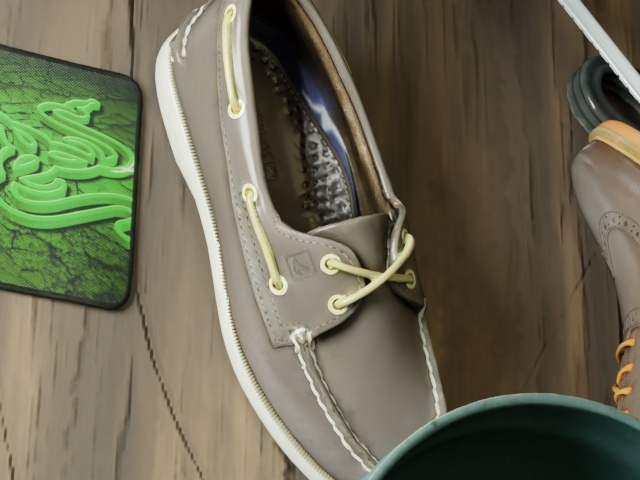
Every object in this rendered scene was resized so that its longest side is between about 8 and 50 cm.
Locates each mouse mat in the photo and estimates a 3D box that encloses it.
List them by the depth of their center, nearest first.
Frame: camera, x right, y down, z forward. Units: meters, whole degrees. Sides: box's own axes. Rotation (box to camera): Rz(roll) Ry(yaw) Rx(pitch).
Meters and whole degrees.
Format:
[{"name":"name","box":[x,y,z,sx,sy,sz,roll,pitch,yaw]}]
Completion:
[{"name":"mouse mat","box":[-0.191,-0.046,1.049,0.189,0.007,0.153,13,64,-25]}]

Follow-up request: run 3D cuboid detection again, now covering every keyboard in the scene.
[{"name":"keyboard","box":[0.195,-0.119,1.232,0.256,0.014,0.072,56,9,21]}]

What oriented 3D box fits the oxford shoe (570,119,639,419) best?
[{"name":"oxford shoe","box":[0.224,0.087,1.155,0.132,0.130,0.364,-23,63,-2]}]

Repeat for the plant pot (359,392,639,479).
[{"name":"plant pot","box":[0.083,0.247,0.960,0.293,0.196,0.293,12,63,-25]}]

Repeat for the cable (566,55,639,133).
[{"name":"cable","box":[0.288,-0.020,1.288,0.287,0.072,0.139,22,58,-8]}]

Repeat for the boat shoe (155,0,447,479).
[{"name":"boat shoe","box":[0.000,0.000,1.080,0.116,0.097,0.324,-12,76,-33]}]
